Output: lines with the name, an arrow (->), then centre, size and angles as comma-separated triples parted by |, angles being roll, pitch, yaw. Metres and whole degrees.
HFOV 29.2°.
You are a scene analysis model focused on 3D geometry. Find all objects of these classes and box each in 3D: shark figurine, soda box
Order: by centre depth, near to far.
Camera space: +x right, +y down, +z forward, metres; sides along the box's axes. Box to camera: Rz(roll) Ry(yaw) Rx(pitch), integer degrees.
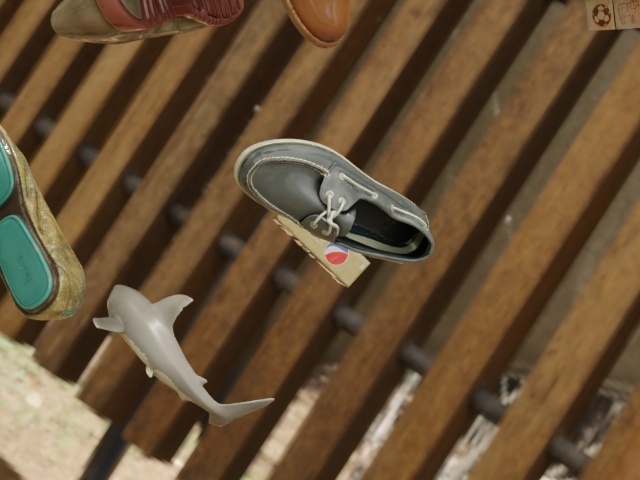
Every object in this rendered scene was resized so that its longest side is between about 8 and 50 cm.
shark figurine -> -0.194, 0.138, 1.667 | 0.278, 0.116, 0.166 | 45, 4, 14
soda box -> 0.000, 0.000, 2.193 | 0.181, 0.061, 0.058 | 44, -8, -12

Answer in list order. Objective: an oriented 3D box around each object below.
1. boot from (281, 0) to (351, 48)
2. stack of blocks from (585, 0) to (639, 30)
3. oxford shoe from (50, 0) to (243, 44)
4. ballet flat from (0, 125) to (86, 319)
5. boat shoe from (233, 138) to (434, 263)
boot -> 0.048, -0.391, 1.505 | 0.109, 0.284, 0.220 | 2, -3, -40
stack of blocks -> 0.477, -0.400, 1.676 | 0.087, 0.297, 0.171 | 6, -67, 48
oxford shoe -> -0.219, -0.322, 1.600 | 0.348, 0.130, 0.123 | -23, 97, -62
ballet flat -> -0.434, -0.032, 1.761 | 0.349, 0.123, 0.123 | 60, 8, 22
boat shoe -> 0.029, -0.050, 1.735 | 0.319, 0.116, 0.099 | 23, 17, -27
